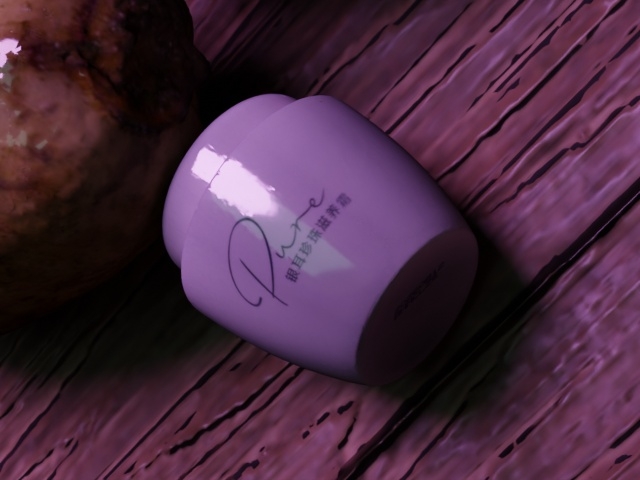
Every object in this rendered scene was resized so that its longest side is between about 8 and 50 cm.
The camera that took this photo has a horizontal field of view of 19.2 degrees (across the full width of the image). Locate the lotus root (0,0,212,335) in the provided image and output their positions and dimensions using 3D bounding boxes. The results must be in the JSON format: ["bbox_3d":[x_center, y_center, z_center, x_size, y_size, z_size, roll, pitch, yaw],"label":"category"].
[{"bbox_3d":[-0.135,-0.036,0.746,0.260,0.128,0.145,-20,61,51],"label":"lotus root"}]

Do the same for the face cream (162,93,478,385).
[{"bbox_3d":[0.000,0.000,0.666,0.095,0.091,0.091,35,102,28],"label":"face cream"}]
